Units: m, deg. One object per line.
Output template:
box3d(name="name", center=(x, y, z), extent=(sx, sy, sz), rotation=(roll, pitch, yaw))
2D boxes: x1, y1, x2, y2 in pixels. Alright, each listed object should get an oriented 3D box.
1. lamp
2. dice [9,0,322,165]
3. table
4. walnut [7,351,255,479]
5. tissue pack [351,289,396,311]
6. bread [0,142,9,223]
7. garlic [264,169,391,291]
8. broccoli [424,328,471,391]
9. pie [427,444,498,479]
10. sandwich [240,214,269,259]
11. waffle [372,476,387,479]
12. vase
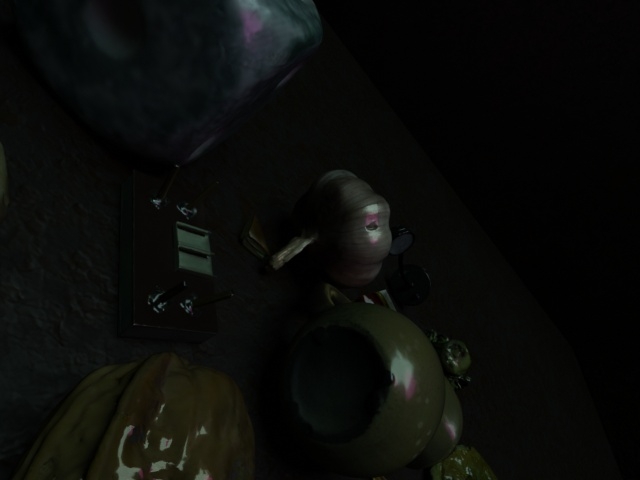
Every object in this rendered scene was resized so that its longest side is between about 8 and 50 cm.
box3d(name="lamp", center=(0.183, 0.052, 0.981), extent=(0.371, 0.130, 0.108), rotation=(43, 14, -54))
box3d(name="dice", center=(-0.217, -0.348, 0.664), extent=(0.328, 0.330, 0.348), rotation=(49, 29, -14))
box3d(name="table", center=(-0.194, 0.006, 0.570), extent=(0.122, 0.111, 0.240), rotation=(21, 45, -47))
box3d(name="walnut", center=(-0.154, 0.212, 0.351), extent=(0.198, 0.198, 0.245), rotation=(37, 36, -31))
box3d(name="tissue pack", center=(0.113, 0.190, 0.853), extent=(0.106, 0.099, 0.148), rotation=(-1, 63, -56))
box3d(name="bread", center=(-0.393, -0.053, 0.339), extent=(0.210, 0.110, 0.192), rotation=(21, 39, -46))
box3d(name="garlic", center=(0.000, 0.000, 0.800), extent=(0.253, 0.245, 0.245), rotation=(-19, 75, -30))
box3d(name="broccoli", center=(0.254, 0.253, 0.855), extent=(0.304, 0.146, 0.164), rotation=(72, 4, -69))
box3d(name="pie", center=(0.320, 0.551, 0.827), extent=(0.277, 0.079, 0.277), rotation=(39, 33, -31))
box3d(name="sandwich", center=(-0.127, -0.006, 0.760), extent=(0.044, 0.031, 0.083), rotation=(1, 61, -58))
box3d(name="waffle", center=(0.112, 0.442, 0.691), extent=(0.085, 0.016, 0.078), rotation=(41, 37, -24))
box3d(name="vase", center=(0.073, 0.204, 0.679), extent=(0.302, 0.241, 0.329), rotation=(35, 21, -51))
